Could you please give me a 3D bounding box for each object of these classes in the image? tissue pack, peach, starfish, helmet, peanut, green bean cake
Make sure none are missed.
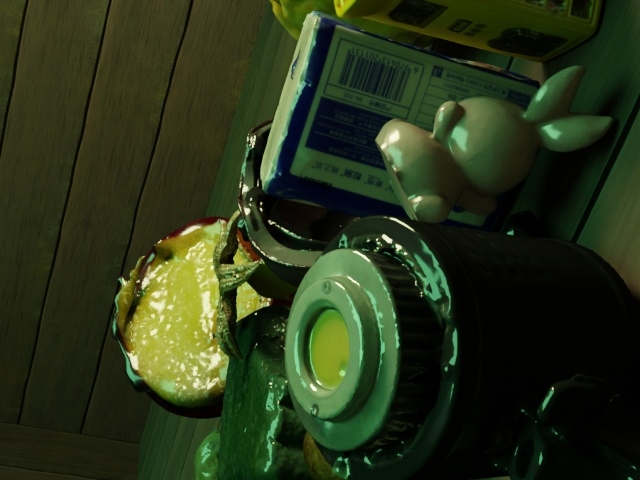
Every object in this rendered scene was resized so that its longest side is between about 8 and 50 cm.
[{"bbox_3d":[0.087,-0.124,0.914,0.137,0.269,0.209,-97,22,-63],"label":"tissue pack"},{"bbox_3d":[-0.211,0.162,1.619,0.417,0.339,0.353,-71,-37,-60],"label":"peach"},{"bbox_3d":[-0.139,0.061,1.272,0.277,0.062,0.236,114,154,-63],"label":"starfish"},{"bbox_3d":[0.024,-0.033,1.136,0.197,0.270,0.338,80,177,-49],"label":"helmet"},{"bbox_3d":[-0.218,0.540,1.729,0.130,0.130,0.290,-124,46,-70],"label":"peanut"},{"bbox_3d":[-0.041,0.250,1.252,0.308,0.169,0.300,140,139,-64],"label":"green bean cake"}]

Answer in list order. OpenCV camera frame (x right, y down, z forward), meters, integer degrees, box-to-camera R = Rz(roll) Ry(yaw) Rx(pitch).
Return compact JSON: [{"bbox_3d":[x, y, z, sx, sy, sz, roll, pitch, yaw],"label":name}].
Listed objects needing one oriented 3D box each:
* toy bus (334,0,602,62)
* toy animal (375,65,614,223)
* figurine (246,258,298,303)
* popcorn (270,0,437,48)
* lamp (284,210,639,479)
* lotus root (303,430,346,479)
[{"bbox_3d":[0.119,-0.289,0.827,0.144,0.330,0.152,165,114,-73],"label":"toy bus"},{"bbox_3d":[0.168,-0.092,0.795,0.124,0.212,0.124,-21,-90,-83],"label":"toy animal"},{"bbox_3d":[0.000,0.000,1.417,0.284,0.204,0.338,111,177,-50],"label":"figurine"},{"bbox_3d":[0.072,-0.421,1.077,0.354,0.344,0.390,-98,32,-67],"label":"popcorn"},{"bbox_3d":[0.105,0.084,0.666,0.374,0.272,0.205,-112,40,-66],"label":"lamp"},{"bbox_3d":[0.054,0.247,0.948,0.260,0.145,0.129,145,139,-69],"label":"lotus root"}]
